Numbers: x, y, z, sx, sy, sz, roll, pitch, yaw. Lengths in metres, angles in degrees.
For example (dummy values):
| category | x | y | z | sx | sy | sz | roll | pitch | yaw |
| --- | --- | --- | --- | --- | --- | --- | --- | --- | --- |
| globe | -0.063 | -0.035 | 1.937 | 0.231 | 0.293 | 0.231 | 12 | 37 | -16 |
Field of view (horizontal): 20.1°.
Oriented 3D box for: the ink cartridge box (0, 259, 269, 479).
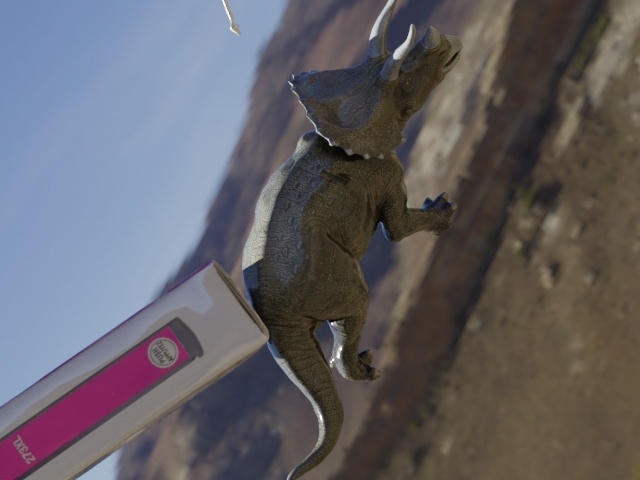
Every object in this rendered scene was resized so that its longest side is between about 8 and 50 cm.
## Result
| category | x | y | z | sx | sy | sz | roll | pitch | yaw |
| --- | --- | --- | --- | --- | --- | --- | --- | --- | --- |
| ink cartridge box | -0.201 | 0.148 | 1.089 | 0.371 | 0.069 | 0.176 | -37 | -2 | -11 |

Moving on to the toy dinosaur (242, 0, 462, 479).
| category | x | y | z | sx | sy | sz | roll | pitch | yaw |
| --- | --- | --- | --- | --- | --- | --- | --- | --- | --- |
| toy dinosaur | 0.000 | 0.000 | 1.218 | 0.160 | 0.121 | 0.313 | 37 | -105 | -48 |

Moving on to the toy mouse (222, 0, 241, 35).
| category | x | y | z | sx | sy | sz | roll | pitch | yaw |
| --- | --- | --- | --- | --- | --- | --- | --- | --- | --- |
| toy mouse | -0.071 | -0.215 | 0.975 | 0.143 | 0.161 | 0.031 | -61 | 16 | -18 |
